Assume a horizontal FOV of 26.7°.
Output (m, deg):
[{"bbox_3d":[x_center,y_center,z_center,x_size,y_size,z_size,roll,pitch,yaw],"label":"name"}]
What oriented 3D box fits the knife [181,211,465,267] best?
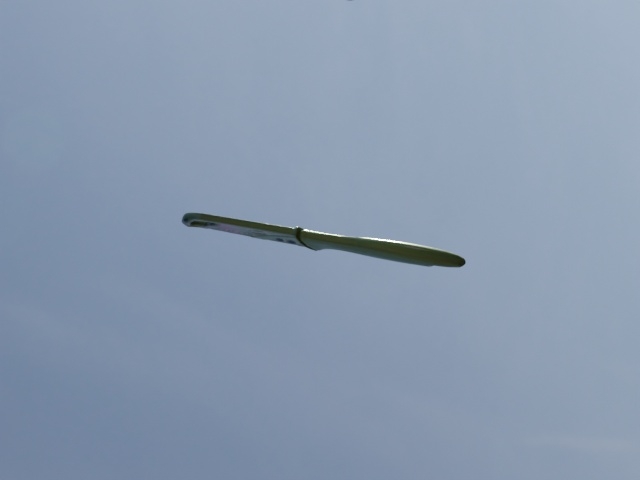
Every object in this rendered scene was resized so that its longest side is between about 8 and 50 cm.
[{"bbox_3d":[0.000,0.000,0.953,0.030,0.207,0.014,66,-145,-72],"label":"knife"}]
